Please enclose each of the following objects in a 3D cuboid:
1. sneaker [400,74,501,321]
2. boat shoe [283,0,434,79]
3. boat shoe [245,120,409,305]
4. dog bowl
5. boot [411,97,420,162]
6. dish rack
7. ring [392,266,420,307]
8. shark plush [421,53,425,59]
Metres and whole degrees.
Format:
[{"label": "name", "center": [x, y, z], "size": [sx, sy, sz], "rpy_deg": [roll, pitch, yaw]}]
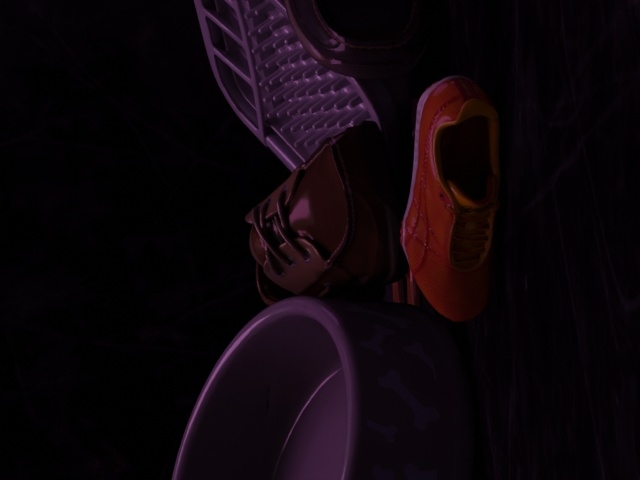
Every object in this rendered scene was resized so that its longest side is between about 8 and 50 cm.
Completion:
[{"label": "sneaker", "center": [0.087, -0.018, 1.168], "size": [0.067, 0.064, 0.175], "rpy_deg": [-115, 16, -58]}, {"label": "boat shoe", "center": [0.027, -0.293, 1.538], "size": [0.130, 0.132, 0.355], "rpy_deg": [88, 177, -53]}, {"label": "boat shoe", "center": [0.000, 0.000, 1.558], "size": [0.324, 0.120, 0.122], "rpy_deg": [102, 154, -69]}, {"label": "dog bowl", "center": [-0.015, 0.204, 1.506], "size": [0.349, 0.102, 0.349], "rpy_deg": [-38, 43, 46]}, {"label": "boot", "center": [0.087, -0.058, 1.515], "size": [0.106, 0.037, 0.114], "rpy_deg": [128, 137, -68]}, {"label": "dish rack", "center": [-0.003, -0.147, 1.686], "size": [0.333, 0.072, 0.285], "rpy_deg": [48, 162, 33]}, {"label": "ring", "center": [0.083, 0.005, 2.045], "size": [0.336, 0.032, 0.336], "rpy_deg": [177, 90, -88]}, {"label": "shark plush", "center": [0.068, -0.234, 1.666], "size": [0.067, 0.073, 0.161], "rpy_deg": [-26, -70, -57]}]
